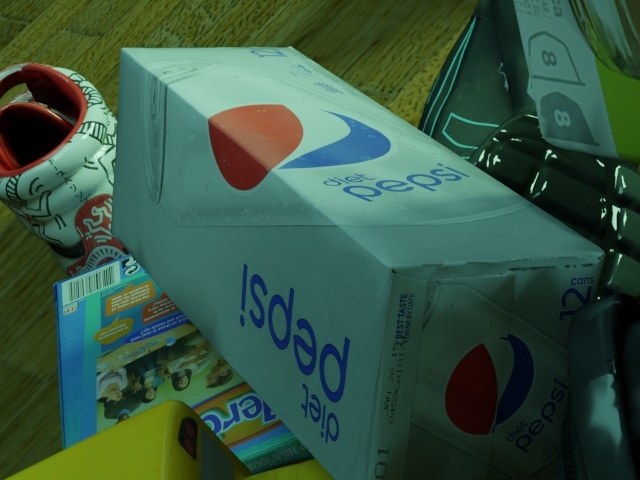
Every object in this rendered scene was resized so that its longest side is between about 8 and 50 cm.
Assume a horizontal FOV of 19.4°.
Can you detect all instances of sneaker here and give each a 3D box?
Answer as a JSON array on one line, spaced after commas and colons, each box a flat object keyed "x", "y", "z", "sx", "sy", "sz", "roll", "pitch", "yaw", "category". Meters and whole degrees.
[{"x": 0.095, "y": -0.027, "z": 0.878, "sx": 0.106, "sy": 0.101, "sz": 0.267, "roll": -46, "pitch": 21, "yaw": 46, "category": "sneaker"}, {"x": -0.146, "y": -0.053, "z": 1.086, "sx": 0.090, "sy": 0.145, "sz": 0.270, "roll": -38, "pitch": 30, "yaw": -1, "category": "sneaker"}]

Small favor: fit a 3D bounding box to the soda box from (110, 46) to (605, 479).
[{"x": 0.000, "y": 0.000, "z": 0.780, "sx": 0.091, "sy": 0.098, "sz": 0.286, "roll": -3, "pitch": 23, "yaw": -25, "category": "soda box"}]

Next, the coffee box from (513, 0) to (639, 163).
[{"x": 0.269, "y": -0.223, "z": 0.604, "sx": 0.338, "sy": 0.337, "sz": 0.334, "roll": -26, "pitch": 23, "yaw": -27, "category": "coffee box"}]

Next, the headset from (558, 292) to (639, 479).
[{"x": 0.167, "y": 0.051, "z": 0.575, "sx": 0.243, "sy": 0.185, "sz": 0.394, "roll": -5, "pitch": 32, "yaw": 43, "category": "headset"}]

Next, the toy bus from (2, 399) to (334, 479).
[{"x": -0.107, "y": 0.168, "z": 0.754, "sx": 0.333, "sy": 0.130, "sz": 0.108, "roll": -27, "pitch": 32, "yaw": 17, "category": "toy bus"}]

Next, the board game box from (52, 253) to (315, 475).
[{"x": -0.044, "y": 0.061, "z": 0.888, "sx": 0.160, "sy": 0.047, "sz": 0.210, "roll": -21, "pitch": 30, "yaw": 3, "category": "board game box"}]
